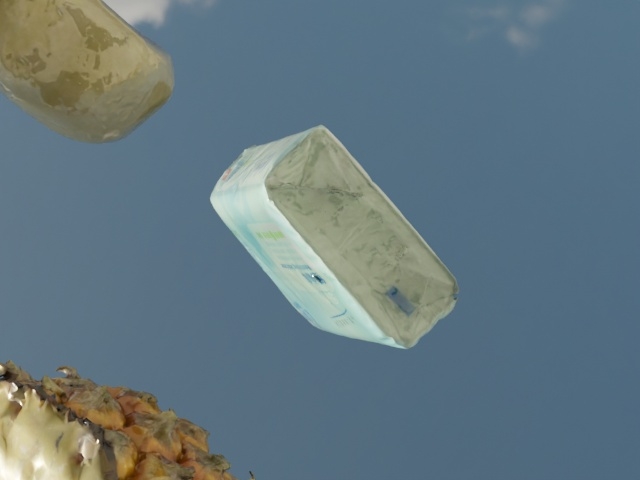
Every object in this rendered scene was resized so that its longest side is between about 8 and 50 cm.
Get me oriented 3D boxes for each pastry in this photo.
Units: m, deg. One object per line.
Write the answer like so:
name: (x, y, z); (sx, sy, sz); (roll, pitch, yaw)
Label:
pastry: (-0.174, -0.131, 0.922); (0.156, 0.092, 0.156); (43, -172, -7)

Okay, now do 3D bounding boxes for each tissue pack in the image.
tissue pack: (0.000, 0.000, 1.130); (0.089, 0.263, 0.177); (-42, -80, -9)

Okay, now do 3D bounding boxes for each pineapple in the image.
pineapple: (-0.081, 0.129, 0.591); (0.176, 0.161, 0.137); (12, -168, 37)
